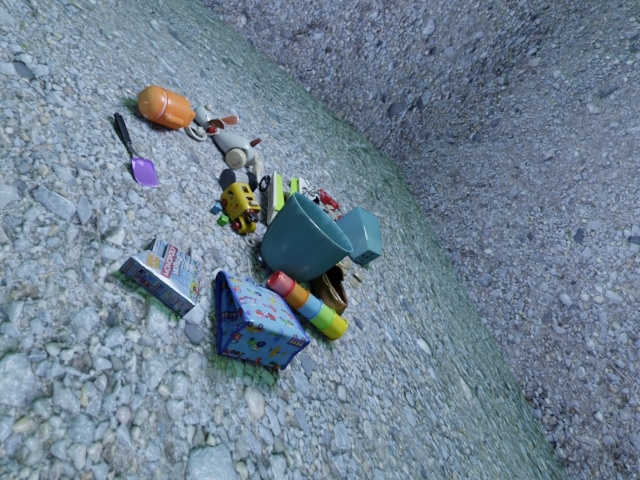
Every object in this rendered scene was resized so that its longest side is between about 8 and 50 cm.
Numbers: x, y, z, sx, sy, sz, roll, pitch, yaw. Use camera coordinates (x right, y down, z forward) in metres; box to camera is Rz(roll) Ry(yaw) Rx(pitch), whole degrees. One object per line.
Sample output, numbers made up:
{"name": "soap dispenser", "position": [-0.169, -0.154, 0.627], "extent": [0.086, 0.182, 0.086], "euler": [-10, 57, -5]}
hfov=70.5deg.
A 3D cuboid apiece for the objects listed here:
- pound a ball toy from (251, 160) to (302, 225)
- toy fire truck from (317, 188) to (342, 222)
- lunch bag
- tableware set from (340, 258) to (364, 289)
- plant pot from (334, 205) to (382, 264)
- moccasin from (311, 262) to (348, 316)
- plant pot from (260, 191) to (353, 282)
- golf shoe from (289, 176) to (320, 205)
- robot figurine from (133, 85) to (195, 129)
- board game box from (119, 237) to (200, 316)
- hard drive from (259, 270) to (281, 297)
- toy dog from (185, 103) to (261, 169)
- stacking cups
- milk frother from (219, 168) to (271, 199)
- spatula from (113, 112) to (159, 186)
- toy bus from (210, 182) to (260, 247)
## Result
{"name": "pound a ball toy", "position": [-0.192, -0.181, 1.883], "extent": [0.208, 0.135, 0.319], "euler": [12, 37, -16]}
{"name": "toy fire truck", "position": [0.049, -0.173, 2.342], "extent": [0.192, 0.047, 0.135], "euler": [40, 27, -19]}
{"name": "lunch bag", "position": [-0.187, 0.201, 1.317], "extent": [0.221, 0.138, 0.293], "euler": [28, 23, -35]}
{"name": "tableware set", "position": [0.137, 0.145, 2.062], "extent": [0.141, 0.020, 0.169], "euler": [48, 25, 2]}
{"name": "plant pot", "position": [0.203, -0.012, 2.238], "extent": [0.166, 0.166, 0.234], "euler": [24, 41, -44]}
{"name": "moccasin", "position": [0.034, 0.129, 1.750], "extent": [0.139, 0.147, 0.379], "euler": [36, 27, -28]}
{"name": "plant pot", "position": [-0.069, 0.012, 1.606], "extent": [0.293, 0.235, 0.293], "euler": [43, 12, -12]}
{"name": "golf shoe", "position": [-0.065, -0.239, 2.210], "extent": [0.198, 0.077, 0.093], "euler": [26, 33, -40]}
{"name": "robot figurine", "position": [-0.567, -0.484, 1.650], "extent": [0.219, 0.128, 0.157], "euler": [10, 72, -56]}
{"name": "board game box", "position": [-0.409, 0.073, 1.182], "extent": [0.194, 0.060, 0.194], "euler": [36, 27, -29]}
{"name": "hard drive", "position": [-0.151, 0.160, 1.541], "extent": [0.094, 0.022, 0.135], "euler": [47, 24, -4]}
{"name": "toy dog", "position": [-0.373, -0.446, 1.880], "extent": [0.334, 0.161, 0.220], "euler": [39, 26, -23]}
{"name": "stacking cups", "position": [-0.046, 0.215, 1.534], "extent": [0.316, 0.096, 0.096], "euler": [43, 25, -21]}
{"name": "milk frother", "position": [-0.283, -0.227, 1.737], "extent": [0.135, 0.143, 0.129], "euler": [-1, 59, -60]}
{"name": "spatula", "position": [-0.595, -0.293, 1.435], "extent": [0.084, 0.030, 0.296], "euler": [-3, 56, -58]}
{"name": "toy bus", "position": [-0.269, -0.110, 1.618], "extent": [0.202, 0.104, 0.190], "euler": [38, 31, -23]}
